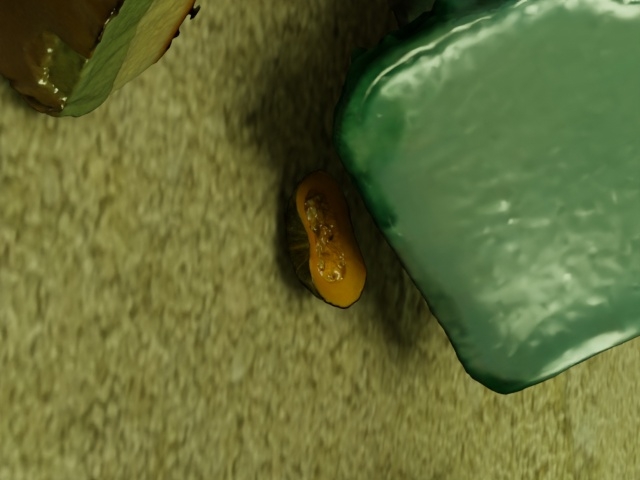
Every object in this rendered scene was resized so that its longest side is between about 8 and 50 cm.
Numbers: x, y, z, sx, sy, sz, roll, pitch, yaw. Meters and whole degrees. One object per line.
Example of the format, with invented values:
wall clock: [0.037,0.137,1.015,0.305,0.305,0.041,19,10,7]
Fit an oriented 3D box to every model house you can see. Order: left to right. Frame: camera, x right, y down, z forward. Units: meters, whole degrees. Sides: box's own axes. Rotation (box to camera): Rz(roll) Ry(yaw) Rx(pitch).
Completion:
model house: [0.129,-0.101,0.920,0.280,0.230,0.249,59,10,-37]

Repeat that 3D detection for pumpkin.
pumpkin: [-0.001,0.000,0.869,0.050,0.028,0.083,-6,88,-48]

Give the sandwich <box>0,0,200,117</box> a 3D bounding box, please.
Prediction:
sandwich: [-0.127,-0.178,0.661,0.186,0.220,0.108,45,54,3]
